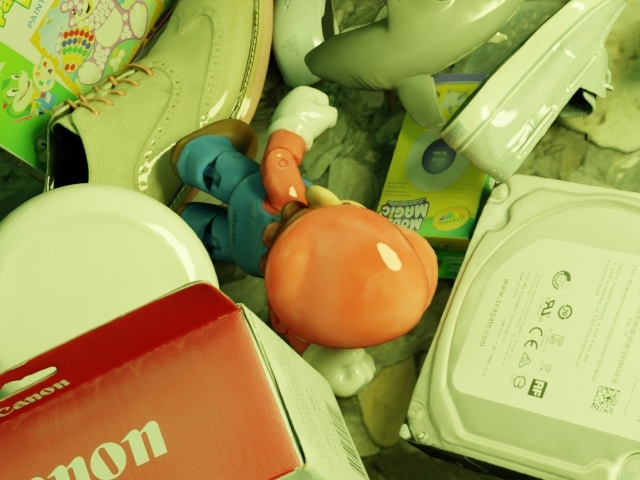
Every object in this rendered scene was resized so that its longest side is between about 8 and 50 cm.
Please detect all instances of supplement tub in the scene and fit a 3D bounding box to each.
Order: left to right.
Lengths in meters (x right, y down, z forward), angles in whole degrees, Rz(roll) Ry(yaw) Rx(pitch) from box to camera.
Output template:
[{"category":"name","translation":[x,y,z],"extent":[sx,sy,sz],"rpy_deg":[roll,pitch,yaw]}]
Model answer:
[{"category":"supplement tub","translation":[-0.183,0.052,1.317],"extent":[0.191,0.191,0.272],"rpy_deg":[-58,6,-4]}]

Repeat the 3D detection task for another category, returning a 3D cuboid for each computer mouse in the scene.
[{"category":"computer mouse","translation":[-0.020,-0.235,1.566],"extent":[0.106,0.042,0.193],"rpy_deg":[-21,56,25]}]

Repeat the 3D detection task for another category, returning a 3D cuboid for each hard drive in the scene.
[{"category":"hard drive","translation":[0.240,0.084,1.196],"extent":[0.339,0.064,0.237],"rpy_deg":[13,75,39]}]

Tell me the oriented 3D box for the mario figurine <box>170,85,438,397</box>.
[{"category":"mario figurine","translation":[0.000,0.000,1.364],"extent":[0.170,0.198,0.320],"rpy_deg":[-41,35,-12]}]

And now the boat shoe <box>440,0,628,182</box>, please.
[{"category":"boat shoe","translation":[0.191,-0.130,1.325],"extent":[0.227,0.081,0.079],"rpy_deg":[-45,2,-26]}]

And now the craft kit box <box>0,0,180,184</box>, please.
[{"category":"craft kit box","translation":[-0.252,-0.192,1.575],"extent":[0.061,0.246,0.250],"rpy_deg":[15,77,41]}]

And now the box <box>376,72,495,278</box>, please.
[{"category":"box","translation":[0.108,-0.055,1.378],"extent":[0.105,0.043,0.179],"rpy_deg":[3,70,38]}]

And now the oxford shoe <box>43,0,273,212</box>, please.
[{"category":"oxford shoe","translation":[-0.164,-0.113,1.519],"extent":[0.140,0.146,0.397],"rpy_deg":[-2,63,56]}]

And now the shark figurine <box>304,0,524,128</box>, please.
[{"category":"shark figurine","translation":[0.110,-0.212,1.378],"extent":[0.278,0.116,0.166],"rpy_deg":[-36,42,5]}]

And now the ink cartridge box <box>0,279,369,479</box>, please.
[{"category":"ink cartridge box","translation":[-0.147,0.178,1.113],"extent":[0.309,0.272,0.130],"rpy_deg":[-27,65,7]}]
